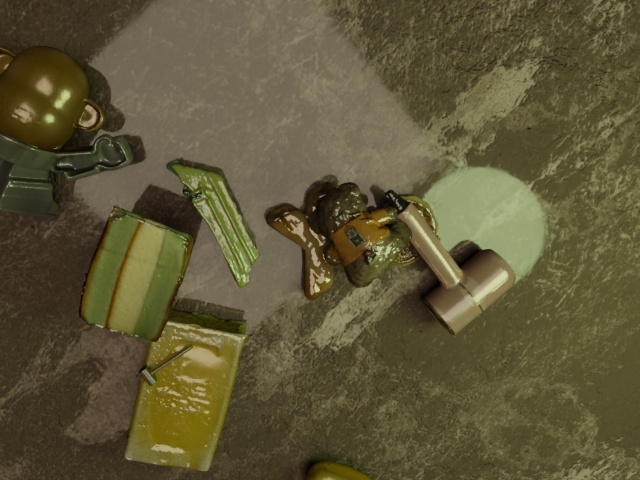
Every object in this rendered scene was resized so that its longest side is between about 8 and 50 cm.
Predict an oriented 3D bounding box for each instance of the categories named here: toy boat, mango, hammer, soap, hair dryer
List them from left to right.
[{"bbox_3d":[-0.297,0.238,1.055,0.110,0.019,0.035,-33,104,-7],"label":"hammer"},{"bbox_3d":[-0.280,0.309,1.123,0.199,0.091,0.315,15,97,-11],"label":"soap"},{"bbox_3d":[-0.194,-0.045,1.056,0.084,0.111,0.276,-30,101,-8],"label":"toy boat"},{"bbox_3d":[0.049,0.572,1.227,0.137,0.098,0.195,-42,97,3],"label":"mango"},{"bbox_3d":[0.253,0.019,1.137,0.189,0.107,0.344,-39,108,-1],"label":"hair dryer"}]

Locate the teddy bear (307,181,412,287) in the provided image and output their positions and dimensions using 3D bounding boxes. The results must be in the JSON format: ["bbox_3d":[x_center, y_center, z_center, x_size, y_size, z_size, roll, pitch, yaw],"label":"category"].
[{"bbox_3d":[0.067,-0.015,1.052,0.177,0.140,0.190,-43,84,16],"label":"teddy bear"}]

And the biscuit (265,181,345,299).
[{"bbox_3d":[-0.001,0.000,1.130,0.164,0.047,0.208,-28,104,-2],"label":"biscuit"}]

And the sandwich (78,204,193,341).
[{"bbox_3d":[-0.325,0.029,1.002,0.155,0.198,0.227,20,111,-14],"label":"sandwich"}]

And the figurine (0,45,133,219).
[{"bbox_3d":[-0.511,-0.201,0.946,0.342,0.167,0.285,23,105,-33],"label":"figurine"}]

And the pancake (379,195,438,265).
[{"bbox_3d":[0.181,-0.020,1.167,0.158,0.028,0.158,-2,104,-9],"label":"pancake"}]
